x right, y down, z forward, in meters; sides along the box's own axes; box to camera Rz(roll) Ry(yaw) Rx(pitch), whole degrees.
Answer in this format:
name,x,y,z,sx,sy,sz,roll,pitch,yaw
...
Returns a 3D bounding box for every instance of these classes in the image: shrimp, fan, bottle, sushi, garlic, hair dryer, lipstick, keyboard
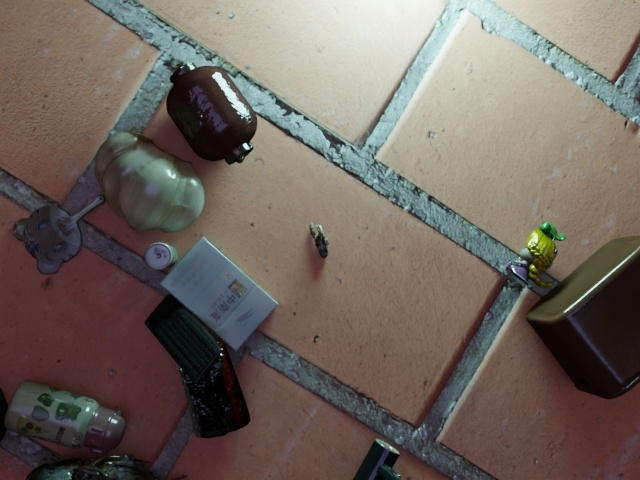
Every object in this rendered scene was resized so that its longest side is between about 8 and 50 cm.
name,x,y,z,sx,sy,sz,roll,pitch,yaw
shrimp,0.001,-0.003,1.665,0.029,0.038,0.092,-27,91,-48
fan,-0.605,-0.034,1.626,0.227,0.008,0.152,-37,91,-4
bottle,-0.574,0.410,1.563,0.253,0.120,0.120,19,87,-3
sushi,-0.252,0.348,1.585,0.126,0.136,0.225,-18,102,-5
garlic,-0.405,-0.118,1.561,0.281,0.184,0.203,30,106,-5
shrimp,-0.478,0.575,1.549,0.372,0.137,0.172,3,61,0
hair dryer,0.163,0.567,1.563,0.070,0.255,0.128,32,89,-24
lipstick,-0.350,0.035,1.520,0.059,0.264,0.059,0,89,-9
keyboard,-0.281,0.239,1.508,0.381,0.041,0.103,34,84,40

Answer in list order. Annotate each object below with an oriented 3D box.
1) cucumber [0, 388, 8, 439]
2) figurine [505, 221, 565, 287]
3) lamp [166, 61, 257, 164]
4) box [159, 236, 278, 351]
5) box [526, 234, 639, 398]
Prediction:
name,x,y,z,sx,sy,sz,roll,pitch,yaw
cucumber,-0.803,0.401,1.546,0.191,0.130,0.191,-1,96,-5
figurine,0.546,0.041,1.681,0.115,0.095,0.156,36,90,8
lamp,-0.252,-0.287,1.588,0.180,0.180,0.258,-34,93,-5
box,-0.238,0.126,1.625,0.243,0.067,0.155,41,87,-3
box,0.698,0.172,1.623,0.339,0.239,0.229,-40,90,-5
